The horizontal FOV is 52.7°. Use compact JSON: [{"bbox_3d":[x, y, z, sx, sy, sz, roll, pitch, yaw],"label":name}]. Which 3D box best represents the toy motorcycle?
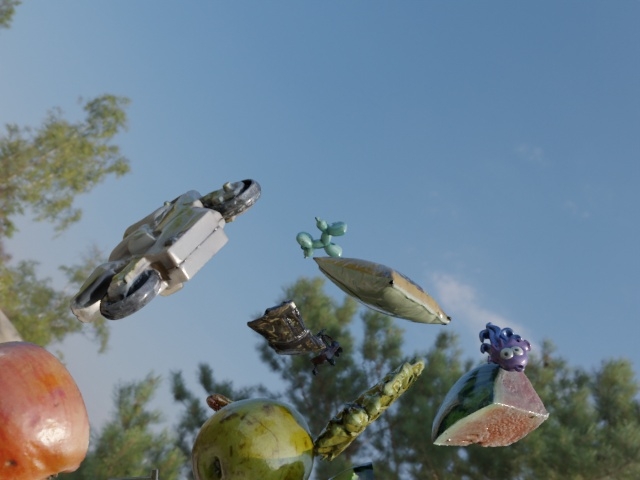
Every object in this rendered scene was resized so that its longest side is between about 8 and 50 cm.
[{"bbox_3d":[-0.251,0.008,1.035,0.223,0.340,0.108,-5,-57,41],"label":"toy motorcycle"}]

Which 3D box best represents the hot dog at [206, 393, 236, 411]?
[{"bbox_3d":[-0.240,0.441,1.687,0.062,0.038,0.144,-31,-53,32],"label":"hot dog"}]

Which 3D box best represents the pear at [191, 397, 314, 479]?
[{"bbox_3d":[-0.150,0.494,1.480,0.283,0.283,0.283,37,-30,25],"label":"pear"}]

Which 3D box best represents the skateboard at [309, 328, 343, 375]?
[{"bbox_3d":[0.009,0.286,1.699,0.067,0.151,0.080,-32,-88,19],"label":"skateboard"}]

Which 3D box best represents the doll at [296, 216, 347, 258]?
[{"bbox_3d":[0.000,0.000,2.105,0.159,0.059,0.159,18,-63,1],"label":"doll"}]

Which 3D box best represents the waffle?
[{"bbox_3d":[0.109,0.403,1.543,0.073,0.297,0.317,49,-41,14],"label":"waffle"}]

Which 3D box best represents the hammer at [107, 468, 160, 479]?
[{"bbox_3d":[-0.404,0.517,1.399,0.019,0.110,0.035,139,-48,-64],"label":"hammer"}]

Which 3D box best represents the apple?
[{"bbox_3d":[-0.522,0.309,0.983,0.251,0.293,0.163,42,15,14],"label":"apple"}]

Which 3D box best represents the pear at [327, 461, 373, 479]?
[{"bbox_3d":[0.022,0.661,1.327,0.165,0.399,0.399,2,-39,2],"label":"pear"}]

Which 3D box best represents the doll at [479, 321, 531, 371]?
[{"bbox_3d":[0.433,0.251,1.534,0.206,0.110,0.067,-115,-175,-66],"label":"doll"}]

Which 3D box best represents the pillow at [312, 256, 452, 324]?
[{"bbox_3d":[0.175,0.140,1.836,0.310,0.119,0.312,31,-12,-40],"label":"pillow"}]

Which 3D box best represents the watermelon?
[{"bbox_3d":[0.401,0.419,1.552,0.201,0.262,0.213,45,-54,11],"label":"watermelon"}]

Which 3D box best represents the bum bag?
[{"bbox_3d":[-0.069,0.191,1.327,0.069,0.102,0.248,59,-1,36],"label":"bum bag"}]
